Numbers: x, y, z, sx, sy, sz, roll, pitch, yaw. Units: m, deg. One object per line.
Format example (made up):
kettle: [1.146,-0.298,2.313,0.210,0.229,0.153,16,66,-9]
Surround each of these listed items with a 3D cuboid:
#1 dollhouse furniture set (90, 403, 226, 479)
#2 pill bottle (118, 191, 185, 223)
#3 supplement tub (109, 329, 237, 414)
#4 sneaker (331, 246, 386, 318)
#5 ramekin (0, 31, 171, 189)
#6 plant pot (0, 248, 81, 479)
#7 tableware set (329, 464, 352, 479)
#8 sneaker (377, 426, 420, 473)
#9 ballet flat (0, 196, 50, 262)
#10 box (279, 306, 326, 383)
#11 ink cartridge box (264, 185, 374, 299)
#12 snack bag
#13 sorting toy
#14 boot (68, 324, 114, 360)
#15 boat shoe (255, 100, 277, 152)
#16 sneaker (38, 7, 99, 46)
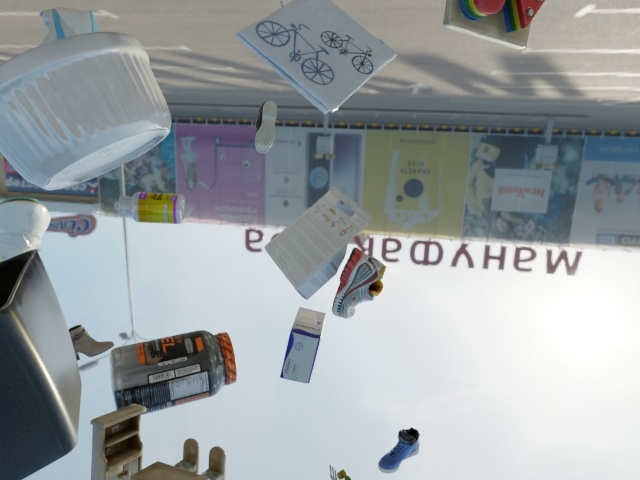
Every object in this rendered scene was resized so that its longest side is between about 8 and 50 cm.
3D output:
dollhouse furniture set: [-0.345,0.451,0.906,0.242,0.160,0.212,2,180,26]
pill bottle: [-0.235,-0.046,0.622,0.084,0.043,0.043,2,-166,-11]
supplement tub: [-0.435,0.387,1.326,0.339,0.206,0.207,-8,-163,-24]
sneaker: [0.084,0.113,0.980,0.093,0.225,0.088,23,-126,8]
ramekin: [-0.284,-0.146,0.537,0.207,0.108,0.207,-27,-168,6]
plant pot: [-0.336,0.141,0.424,0.188,0.166,0.187,-26,-157,-18]
tableware set: [0.065,0.661,1.144,0.024,0.153,0.104,-12,-168,-30]
sneaker: [0.216,0.564,1.211,0.152,0.084,0.058,-11,-160,-35]
ballet flat: [-0.824,0.009,1.179,0.401,0.139,0.139,-21,176,39]
box: [-0.039,0.246,1.057,0.072,0.126,0.137,14,-163,3]
ink cartridge box: [0.000,0.000,1.036,0.232,0.066,0.189,-38,-138,-5]
snack bag: [0.001,-0.525,1.198,0.323,0.037,0.342,40,-120,3]
sorting toy: [0.444,-0.627,1.066,0.258,0.255,0.089,3,-170,-24]
boot: [-0.594,0.251,1.119,0.119,0.086,0.042,-20,-157,-31]
boat shoe: [-0.136,-0.270,1.062,0.046,0.125,0.038,6,-176,-32]
sneaker: [-0.443,-0.293,0.789,0.093,0.228,0.087,-2,178,-16]
